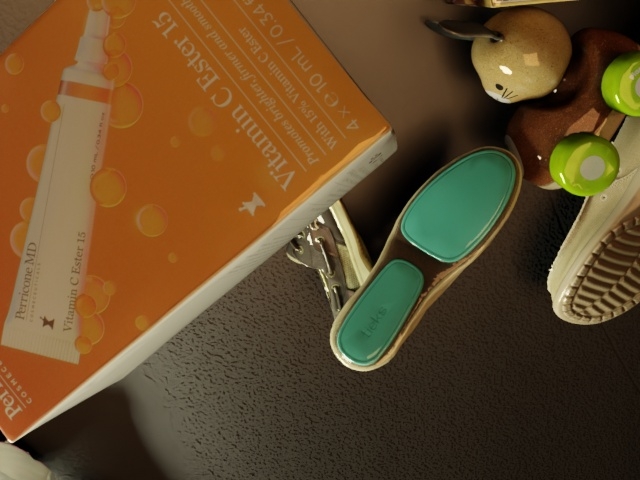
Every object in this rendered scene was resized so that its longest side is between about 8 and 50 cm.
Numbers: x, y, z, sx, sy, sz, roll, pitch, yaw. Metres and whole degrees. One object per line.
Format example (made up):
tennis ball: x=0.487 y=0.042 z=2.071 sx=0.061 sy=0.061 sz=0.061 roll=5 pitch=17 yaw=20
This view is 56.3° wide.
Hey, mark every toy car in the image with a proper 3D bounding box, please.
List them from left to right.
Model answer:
toy car: x=0.179 y=-0.146 z=0.542 sx=0.188 sy=0.155 sz=0.149 roll=26 pitch=107 yaw=-9

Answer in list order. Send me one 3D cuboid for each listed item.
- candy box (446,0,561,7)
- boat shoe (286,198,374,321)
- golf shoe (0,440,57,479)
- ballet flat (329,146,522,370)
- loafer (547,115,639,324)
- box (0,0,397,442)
candy box: x=0.216 y=-0.239 z=0.525 sx=0.186 sy=0.109 sz=0.053 roll=-6 pitch=114 yaw=-6
boat shoe: x=0.000 y=0.000 z=0.607 sx=0.073 sy=0.080 sz=0.224 roll=-30 pitch=119 yaw=-1
golf shoe: x=-0.300 y=0.356 z=0.679 sx=0.306 sy=0.140 sz=0.115 roll=40 pitch=100 yaw=-24
ballet flat: x=0.099 y=0.019 z=0.577 sx=0.086 sy=0.086 sz=0.248 roll=38 pitch=95 yaw=-22
loafer: x=0.329 y=-0.033 z=0.641 sx=0.101 sy=0.092 sz=0.269 roll=24 pitch=105 yaw=-17
box: x=-0.139 y=-0.050 z=0.476 sx=0.345 sy=0.168 sz=0.215 roll=-40 pitch=88 yaw=9
